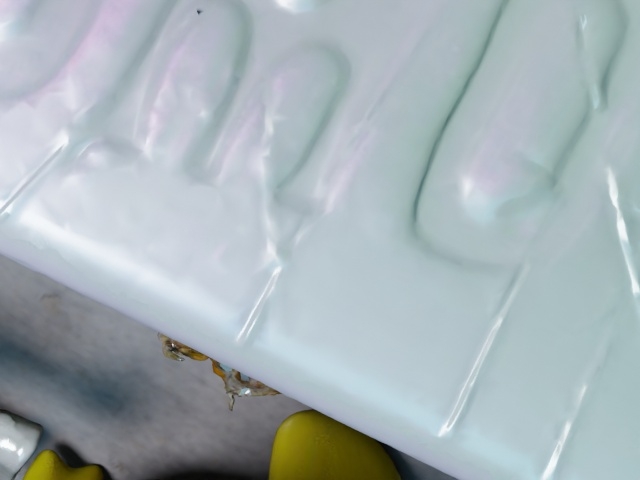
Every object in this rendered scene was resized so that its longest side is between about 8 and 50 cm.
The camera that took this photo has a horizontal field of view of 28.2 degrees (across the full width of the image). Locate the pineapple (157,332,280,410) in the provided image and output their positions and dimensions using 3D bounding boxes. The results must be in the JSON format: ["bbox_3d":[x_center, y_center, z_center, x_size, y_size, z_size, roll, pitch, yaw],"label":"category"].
[{"bbox_3d":[0.000,0.000,0.545,0.225,0.076,0.224,7,125,10],"label":"pineapple"}]

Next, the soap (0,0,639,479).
[{"bbox_3d":[-0.011,-0.068,0.422,0.347,0.115,0.208,27,89,-1],"label":"soap"}]

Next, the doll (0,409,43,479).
[{"bbox_3d":[-0.243,0.066,0.604,0.217,0.085,0.183,19,166,-15],"label":"doll"}]

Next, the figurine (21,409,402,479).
[{"bbox_3d":[-0.052,0.187,0.607,0.228,0.215,0.215,-26,115,28],"label":"figurine"}]
